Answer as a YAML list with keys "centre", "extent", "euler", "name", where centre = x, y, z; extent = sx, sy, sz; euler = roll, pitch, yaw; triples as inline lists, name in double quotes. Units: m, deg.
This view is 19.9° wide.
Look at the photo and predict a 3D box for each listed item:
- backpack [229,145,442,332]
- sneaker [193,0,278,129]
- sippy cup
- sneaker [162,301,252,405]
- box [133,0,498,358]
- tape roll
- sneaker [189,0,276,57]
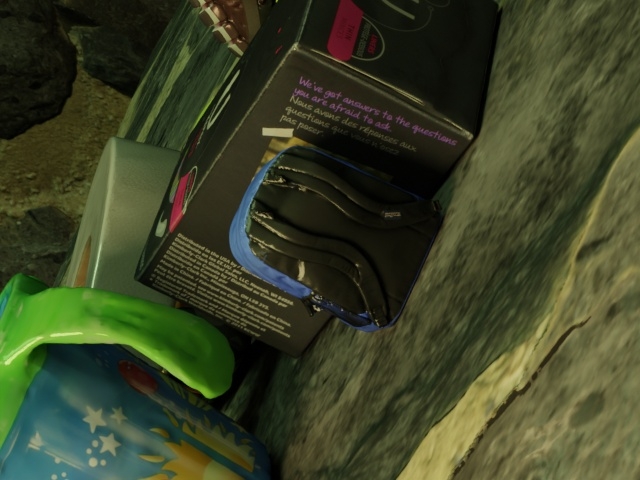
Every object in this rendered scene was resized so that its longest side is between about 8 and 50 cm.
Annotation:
- centre: [0.000, 0.000, 1.201]
  extent: [0.098, 0.120, 0.101]
  euler: [-67, 12, -15]
  name: "backpack"
- centre: [-0.010, -0.168, 1.739]
  extent: [0.295, 0.109, 0.123]
  euler: [-60, 34, 9]
  name: "sneaker"
- centre: [-0.163, 0.173, 1.272]
  extent: [0.240, 0.224, 0.305]
  euler: [-67, 12, -15]
  name: "sippy cup"
- centre: [-0.116, 0.120, 1.570]
  extent: [0.215, 0.084, 0.083]
  euler: [118, 169, -57]
  name: "sneaker"
- centre: [-0.005, -0.070, 1.326]
  extent: [0.270, 0.143, 0.165]
  euler: [-52, 16, 41]
  name: "box"
- centre: [-0.189, 0.104, 1.563]
  extent: [0.392, 0.072, 0.392]
  euler: [-167, 90, -79]
  name: "tape roll"
- centre: [-0.067, -0.280, 1.776]
  extent: [0.162, 0.281, 0.106]
  euler: [-28, 24, 56]
  name: "sneaker"
